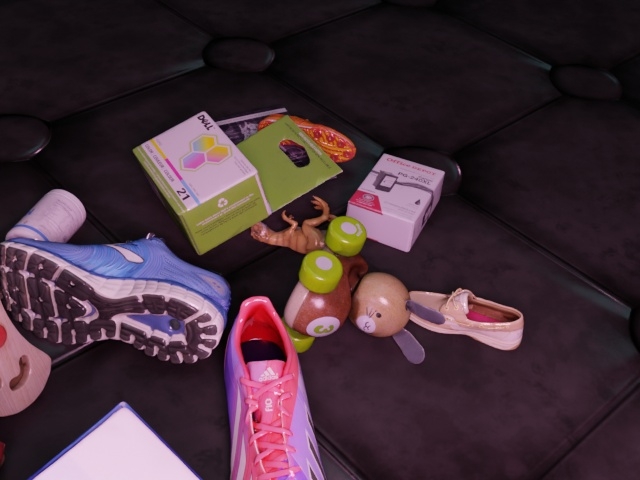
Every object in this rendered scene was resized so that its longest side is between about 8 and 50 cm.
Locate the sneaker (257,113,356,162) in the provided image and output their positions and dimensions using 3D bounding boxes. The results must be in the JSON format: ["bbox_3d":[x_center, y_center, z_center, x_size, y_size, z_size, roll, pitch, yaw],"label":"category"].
[{"bbox_3d":[-0.018,-0.180,1.405,0.175,0.064,0.067,21,35,14],"label":"sneaker"}]

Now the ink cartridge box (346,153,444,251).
[{"bbox_3d":[0.118,-0.063,1.308,0.109,0.063,0.150,19,43,16],"label":"ink cartridge box"}]

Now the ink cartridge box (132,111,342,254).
[{"bbox_3d":[-0.127,-0.121,1.272,0.255,0.097,0.189,-31,49,-12],"label":"ink cartridge box"}]

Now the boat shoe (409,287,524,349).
[{"bbox_3d":[0.195,0.094,1.137,0.170,0.059,0.063,15,42,11],"label":"boat shoe"}]

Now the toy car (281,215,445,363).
[{"bbox_3d":[0.060,0.090,1.074,0.188,0.155,0.149,29,45,8],"label":"toy car"}]

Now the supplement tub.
[{"bbox_3d":[-0.394,-0.017,1.200,0.071,0.071,0.107,14,41,11],"label":"supplement tub"}]

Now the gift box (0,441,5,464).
[{"bbox_3d":[-0.458,0.262,0.701,0.258,0.255,0.276,9,63,1],"label":"gift box"}]

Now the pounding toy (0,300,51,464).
[{"bbox_3d":[-0.365,0.127,0.931,0.155,0.269,0.154,0,12,29],"label":"pounding toy"}]

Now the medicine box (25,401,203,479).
[{"bbox_3d":[-0.135,0.309,0.630,0.263,0.289,0.149,43,50,8],"label":"medicine box"}]

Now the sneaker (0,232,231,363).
[{"bbox_3d":[-0.272,0.062,1.104,0.330,0.130,0.147,15,27,7],"label":"sneaker"}]

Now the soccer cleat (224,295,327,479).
[{"bbox_3d":[-0.056,0.204,0.941,0.108,0.116,0.318,-6,42,-9],"label":"soccer cleat"}]

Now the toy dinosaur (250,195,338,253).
[{"bbox_3d":[0.000,0.000,1.240,0.211,0.064,0.112,13,56,24],"label":"toy dinosaur"}]

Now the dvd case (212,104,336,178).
[{"bbox_3d":[-0.095,-0.155,1.428,0.164,0.018,0.221,-16,45,-22],"label":"dvd case"}]
